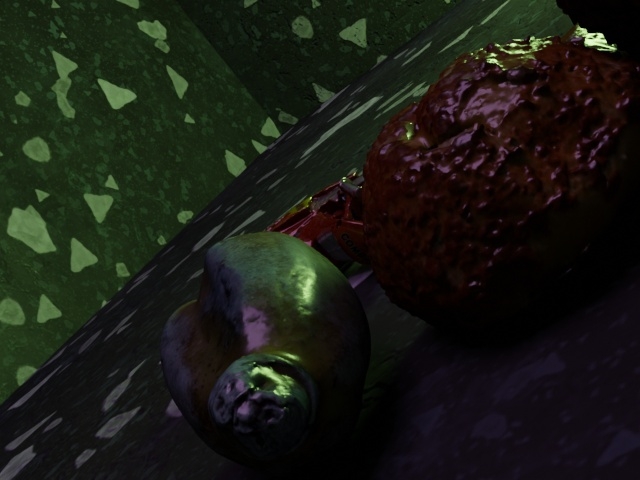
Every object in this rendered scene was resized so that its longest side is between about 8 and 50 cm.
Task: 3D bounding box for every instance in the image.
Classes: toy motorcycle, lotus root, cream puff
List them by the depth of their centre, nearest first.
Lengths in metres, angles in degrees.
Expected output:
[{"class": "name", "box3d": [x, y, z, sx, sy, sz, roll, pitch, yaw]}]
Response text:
[{"class": "cream puff", "box3d": [0.124, -0.048, 0.626, 0.240, 0.164, 0.240, -32, 15, 10]}, {"class": "lotus root", "box3d": [-0.031, 0.087, 0.637, 0.158, 0.140, 0.322, -56, 16, 3]}, {"class": "toy motorcycle", "box3d": [0.000, -0.002, 1.023, 0.298, 0.089, 0.171, -27, 17, 46]}]

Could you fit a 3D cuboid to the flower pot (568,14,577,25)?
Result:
[{"class": "flower pot", "box3d": [0.399, -0.447, 1.137, 0.267, 0.266, 0.266, -23, 16, 22]}]

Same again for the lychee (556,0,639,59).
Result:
[{"class": "lychee", "box3d": [0.252, -0.234, 0.590, 0.267, 0.267, 0.267, -38, 11, 8]}]

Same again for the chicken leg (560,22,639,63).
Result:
[{"class": "chicken leg", "box3d": [0.304, -0.187, 0.811, 0.304, 0.093, 0.113, -36, 25, -29]}]
